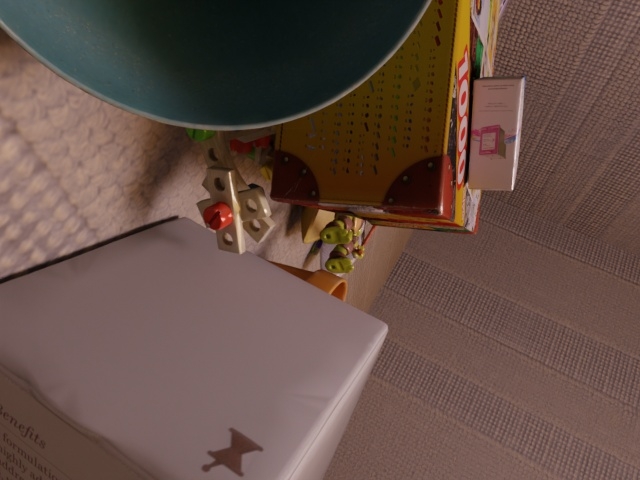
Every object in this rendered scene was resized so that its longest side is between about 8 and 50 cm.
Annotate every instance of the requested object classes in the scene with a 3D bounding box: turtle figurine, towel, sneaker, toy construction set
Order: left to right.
[{"bbox_3d":[-0.080,-0.133,0.634,0.327,0.151,0.215,-60,167,-56],"label":"toy construction set"},{"bbox_3d":[0.000,0.000,1.289,0.083,0.009,0.060,-62,164,-9],"label":"towel"},{"bbox_3d":[0.071,0.015,1.325,0.153,0.101,0.268,88,21,-58],"label":"sneaker"},{"bbox_3d":[0.062,-0.051,0.944,0.217,0.087,0.269,-58,160,-50],"label":"turtle figurine"}]

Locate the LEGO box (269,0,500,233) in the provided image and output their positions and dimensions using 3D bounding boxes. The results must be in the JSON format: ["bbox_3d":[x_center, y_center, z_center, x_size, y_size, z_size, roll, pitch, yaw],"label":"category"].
[{"bbox_3d":[0.123,-0.270,0.634,0.372,0.193,0.499,4,92,-67],"label":"LEGO box"}]

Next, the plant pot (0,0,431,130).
[{"bbox_3d":[-0.073,-0.250,0.309,0.290,0.291,0.195,94,-9,-52],"label":"plant pot"}]

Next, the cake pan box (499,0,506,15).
[{"bbox_3d":[0.235,-0.492,0.871,0.266,0.246,0.070,-67,167,4],"label":"cake pan box"}]

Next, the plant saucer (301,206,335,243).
[{"bbox_3d":[0.101,-0.175,1.045,0.333,0.081,0.332,-22,149,-41],"label":"plant saucer"}]

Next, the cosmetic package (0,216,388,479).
[{"bbox_3d":[-0.172,0.244,0.550,0.327,0.330,0.393,-34,147,-60],"label":"cosmetic package"}]

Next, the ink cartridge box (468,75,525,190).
[{"bbox_3d":[0.206,-0.126,0.549,0.088,0.052,0.122,-40,132,-58],"label":"ink cartridge box"}]

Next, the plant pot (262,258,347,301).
[{"bbox_3d":[-0.076,0.131,0.932,0.205,0.188,0.205,-56,161,-30],"label":"plant pot"}]
